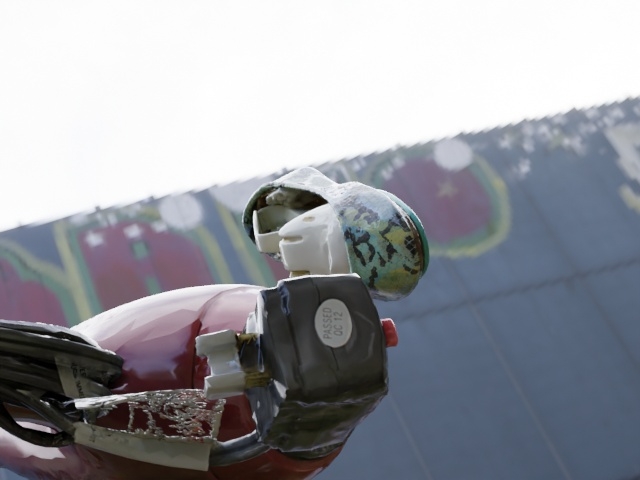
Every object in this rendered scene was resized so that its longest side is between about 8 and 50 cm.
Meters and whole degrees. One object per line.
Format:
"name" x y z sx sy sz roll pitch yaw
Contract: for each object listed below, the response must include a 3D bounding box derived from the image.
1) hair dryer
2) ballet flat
"hair dryer" -0.095 0.034 0.498 0.223 0.080 0.293 11 -19 -2
"ballet flat" 0.000 0.000 0.835 0.070 0.188 0.070 -2 -83 -17
